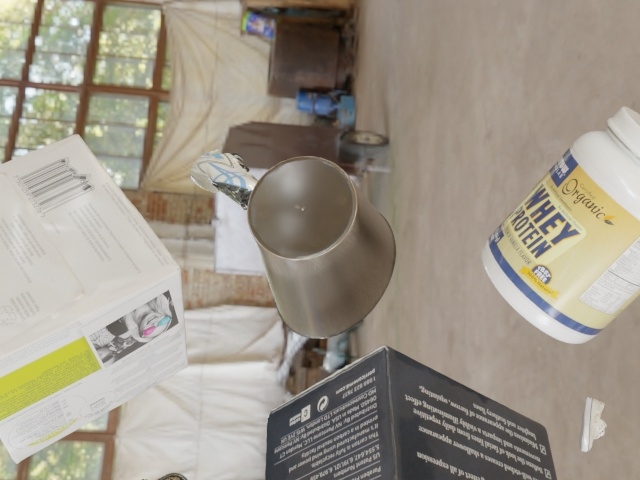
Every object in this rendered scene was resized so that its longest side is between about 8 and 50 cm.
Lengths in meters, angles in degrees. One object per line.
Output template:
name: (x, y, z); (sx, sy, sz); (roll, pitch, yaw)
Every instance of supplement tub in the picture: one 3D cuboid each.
supplement tub: (0.426, -0.022, 1.222); (0.316, 0.228, 0.228); (-53, 21, 25)

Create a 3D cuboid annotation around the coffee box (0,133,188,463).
coffee box: (-0.454, 0.097, 1.332); (0.337, 0.338, 0.334); (49, 153, 25)

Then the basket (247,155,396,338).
basket: (0.000, 0.000, 0.994); (0.204, 0.154, 0.227); (-58, -20, -13)

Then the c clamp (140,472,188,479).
c clamp: (-0.317, 0.550, 1.639); (0.161, 0.137, 0.022); (53, 148, 16)

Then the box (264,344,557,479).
box: (0.111, 0.366, 0.855); (0.212, 0.293, 0.395); (-37, 37, 34)

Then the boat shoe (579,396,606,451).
boat shoe: (0.407, 0.275, 1.190); (0.100, 0.035, 0.035); (-57, -26, -52)

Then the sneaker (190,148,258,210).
sneaker: (-0.153, -0.114, 1.422); (0.086, 0.085, 0.237); (-53, 40, -9)
